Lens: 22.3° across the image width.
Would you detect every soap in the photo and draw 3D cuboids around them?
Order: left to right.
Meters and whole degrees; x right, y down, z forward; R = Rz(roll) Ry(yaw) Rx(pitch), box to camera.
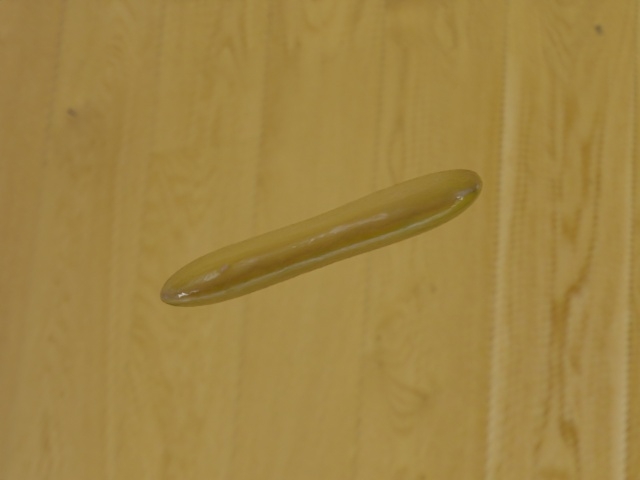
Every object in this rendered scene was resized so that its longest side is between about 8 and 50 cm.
[{"bbox_3d":[0.000,0.000,0.419,0.089,0.034,0.012,-19,102,12],"label":"soap"}]
